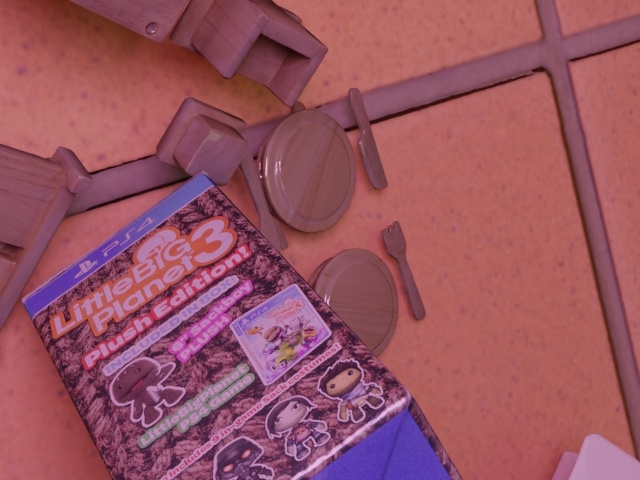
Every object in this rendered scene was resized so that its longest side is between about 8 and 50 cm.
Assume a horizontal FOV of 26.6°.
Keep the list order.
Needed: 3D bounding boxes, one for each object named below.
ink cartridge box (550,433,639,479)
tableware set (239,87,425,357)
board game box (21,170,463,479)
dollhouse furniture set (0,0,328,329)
[{"bbox_3d":[0.256,0.308,1.079,0.353,0.119,0.207,36,74,-25],"label":"ink cartridge box"},{"bbox_3d":[0.000,0.000,0.984,0.128,0.039,0.194,-31,111,-38],"label":"tableware set"},{"bbox_3d":[-0.022,0.133,0.781,0.141,0.291,0.232,-36,123,-6],"label":"board game box"},{"bbox_3d":[-0.225,-0.059,0.856,0.303,0.174,0.356,20,109,-40],"label":"dollhouse furniture set"}]
